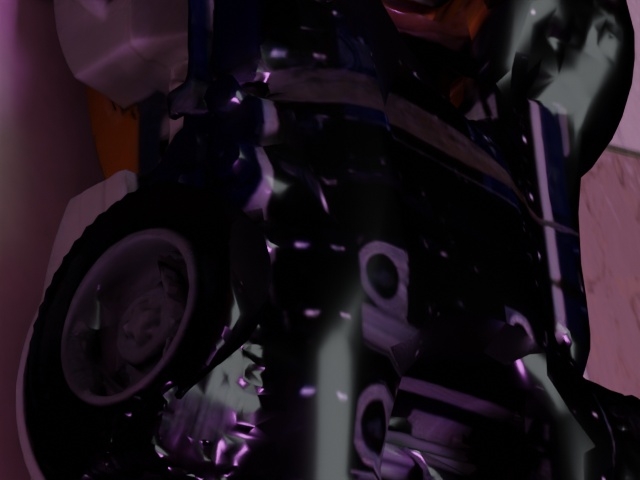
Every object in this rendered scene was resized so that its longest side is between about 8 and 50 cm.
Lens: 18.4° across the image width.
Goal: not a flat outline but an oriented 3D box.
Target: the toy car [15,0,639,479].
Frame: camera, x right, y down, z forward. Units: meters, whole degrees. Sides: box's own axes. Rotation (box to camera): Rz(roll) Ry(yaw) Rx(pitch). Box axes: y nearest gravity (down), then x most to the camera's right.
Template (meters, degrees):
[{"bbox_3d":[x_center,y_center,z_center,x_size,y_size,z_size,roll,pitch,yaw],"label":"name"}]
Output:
[{"bbox_3d":[-0.001,0.002,0.523,0.193,0.118,0.301,30,47,-41],"label":"toy car"}]
